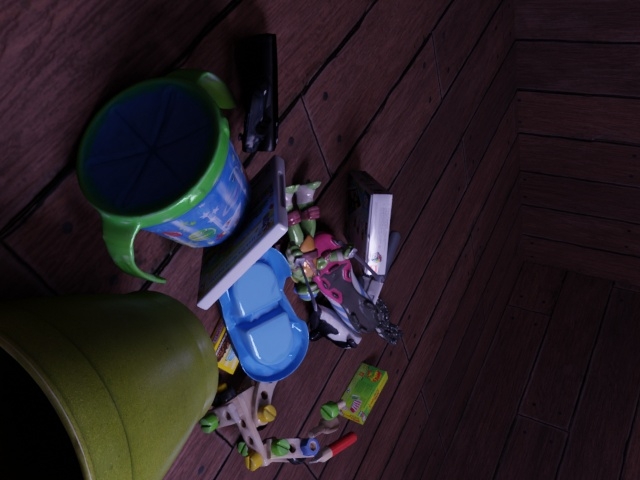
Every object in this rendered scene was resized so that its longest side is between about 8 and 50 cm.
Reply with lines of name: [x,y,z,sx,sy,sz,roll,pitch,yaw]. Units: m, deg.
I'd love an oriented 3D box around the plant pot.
plant pot: [-0.327,0.221,0.783,0.353,0.366,0.367,-26,124,-67]

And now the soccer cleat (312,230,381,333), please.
soccer cleat: [0.040,0.114,1.548,0.116,0.143,0.331,-37,114,-15]

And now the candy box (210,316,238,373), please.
candy box: [-0.181,0.182,1.272,0.206,0.027,0.105,-66,150,-17]

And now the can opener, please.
can opener: [0.159,0.085,1.747,0.095,0.075,0.284,48,60,-55]

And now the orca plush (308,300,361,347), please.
orca plush: [0.014,0.249,1.549,0.102,0.151,0.287,-40,159,6]

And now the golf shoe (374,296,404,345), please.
golf shoe: [0.185,0.255,1.874,0.077,0.094,0.198,-37,111,-21]

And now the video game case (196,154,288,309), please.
video game case: [-0.138,-0.018,1.020,0.026,0.227,0.206,32,30,-28]

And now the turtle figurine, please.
turtle figurine: [0.000,0.000,1.294,0.197,0.274,0.267,-14,93,-20]

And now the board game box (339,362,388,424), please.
board game box: [0.133,0.485,1.848,0.181,0.092,0.043,-53,144,-34]

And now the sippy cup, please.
sippy cup: [-0.221,-0.098,0.923,0.305,0.240,0.224,-39,154,-2]

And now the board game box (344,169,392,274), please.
board game box: [0.113,-0.056,1.462,0.305,0.053,0.193,-112,-155,-71]

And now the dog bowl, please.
dog bowl: [-0.130,0.149,1.215,0.165,0.074,0.297,-24,108,-28]

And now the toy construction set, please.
toy construction set: [-0.113,0.403,1.232,0.237,0.308,0.258,-11,103,-52]

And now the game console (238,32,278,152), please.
game console: [-0.106,-0.253,1.029,0.361,0.043,0.213,-91,-178,-70]
